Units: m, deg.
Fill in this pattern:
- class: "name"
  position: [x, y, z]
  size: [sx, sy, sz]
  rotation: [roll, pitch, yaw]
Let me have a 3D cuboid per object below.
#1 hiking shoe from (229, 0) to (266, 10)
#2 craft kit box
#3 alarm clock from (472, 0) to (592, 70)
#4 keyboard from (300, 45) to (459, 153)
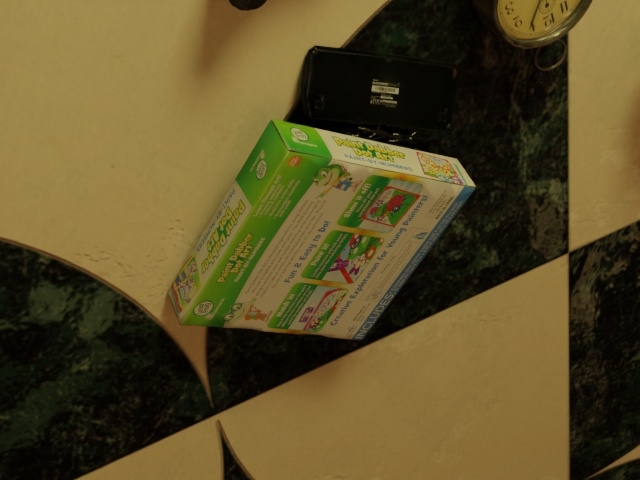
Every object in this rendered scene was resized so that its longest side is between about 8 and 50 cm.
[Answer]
- class: "hiking shoe"
  position: [0.001, -0.293, 1.062]
  size: [0.114, 0.086, 0.227]
  rotation: [19, 112, -36]
- class: "craft kit box"
  position: [0.000, 0.000, 1.282]
  size: [0.246, 0.061, 0.250]
  rotation: [7, 130, -38]
- class: "alarm clock"
  position: [0.222, -0.252, 1.243]
  size: [0.129, 0.064, 0.192]
  rotation: [-31, 132, -8]
- class: "keyboard"
  position: [0.057, -0.146, 1.257]
  size: [0.192, 0.038, 0.100]
  rotation: [3, 99, -32]
